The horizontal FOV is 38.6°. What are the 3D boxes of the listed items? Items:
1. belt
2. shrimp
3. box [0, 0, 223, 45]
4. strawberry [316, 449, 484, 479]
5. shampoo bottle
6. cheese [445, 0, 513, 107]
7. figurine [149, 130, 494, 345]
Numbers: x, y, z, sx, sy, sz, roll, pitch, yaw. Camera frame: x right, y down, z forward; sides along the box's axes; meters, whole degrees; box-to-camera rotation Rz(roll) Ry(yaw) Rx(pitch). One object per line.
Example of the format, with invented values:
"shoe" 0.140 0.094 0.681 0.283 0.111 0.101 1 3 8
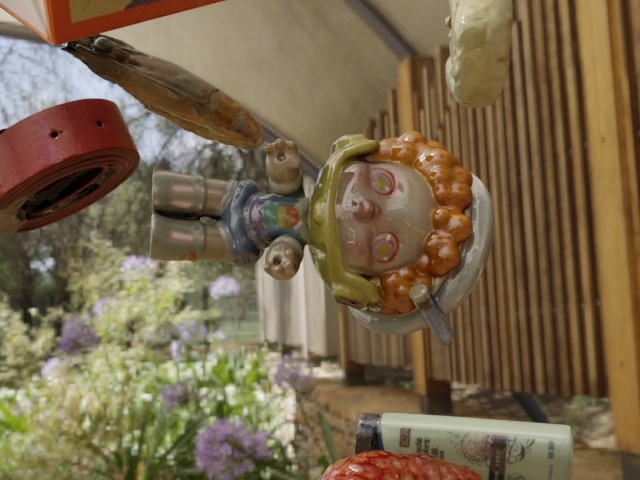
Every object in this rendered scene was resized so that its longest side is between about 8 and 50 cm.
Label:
"belt" -0.482 -0.125 1.610 0.323 0.115 0.227 -29 -15 9
"shrimp" -0.210 -0.192 1.208 0.316 0.062 0.164 25 -15 -38
"box" -0.250 -0.421 0.898 0.256 0.319 0.348 -27 45 -33
"strawberry" 0.042 0.205 0.640 0.175 0.107 0.236 -19 3 16
"shampoo bottle" 0.240 0.367 1.554 0.359 0.134 0.078 2 17 9
"cheese" 0.235 -0.316 1.377 0.093 0.263 0.159 2 -46 5
"figurine" -0.001 -0.030 1.040 0.381 0.225 0.205 17 -18 -8
